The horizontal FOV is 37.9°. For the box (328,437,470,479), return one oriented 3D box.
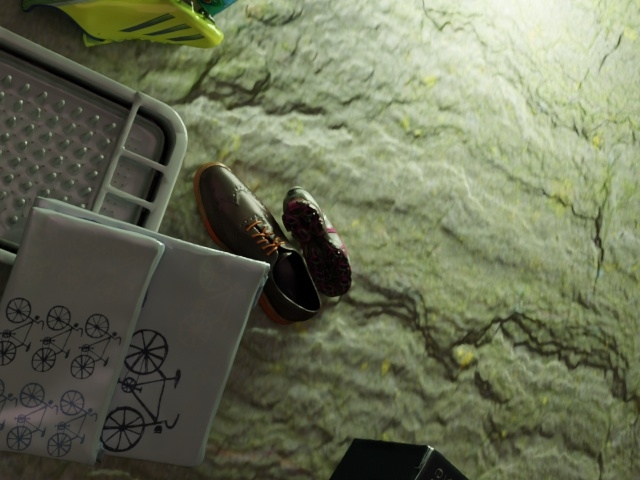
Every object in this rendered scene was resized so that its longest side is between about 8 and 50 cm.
[{"bbox_3d":[0.158,0.524,1.344,0.395,0.212,0.293,43,65,-18],"label":"box"}]

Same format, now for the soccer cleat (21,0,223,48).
[{"bbox_3d":[-0.276,-0.318,1.304,0.289,0.093,0.121,17,106,-31],"label":"soccer cleat"}]

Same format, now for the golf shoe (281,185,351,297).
[{"bbox_3d":[0.000,0.000,1.407,0.067,0.086,0.186,-19,118,10],"label":"golf shoe"}]

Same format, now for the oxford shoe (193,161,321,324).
[{"bbox_3d":[-0.082,-0.002,1.345,0.097,0.098,0.271,-41,103,-27],"label":"oxford shoe"}]

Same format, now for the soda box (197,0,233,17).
[{"bbox_3d":[-0.102,-0.425,1.411,0.210,0.067,0.071,-42,103,-27],"label":"soda box"}]

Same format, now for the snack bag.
[{"bbox_3d":[-0.256,0.142,1.210,0.342,0.037,0.323,18,93,-29],"label":"snack bag"}]

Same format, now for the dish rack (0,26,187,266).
[{"bbox_3d":[-0.364,-0.097,1.219,0.333,0.072,0.285,24,73,-24],"label":"dish rack"}]
